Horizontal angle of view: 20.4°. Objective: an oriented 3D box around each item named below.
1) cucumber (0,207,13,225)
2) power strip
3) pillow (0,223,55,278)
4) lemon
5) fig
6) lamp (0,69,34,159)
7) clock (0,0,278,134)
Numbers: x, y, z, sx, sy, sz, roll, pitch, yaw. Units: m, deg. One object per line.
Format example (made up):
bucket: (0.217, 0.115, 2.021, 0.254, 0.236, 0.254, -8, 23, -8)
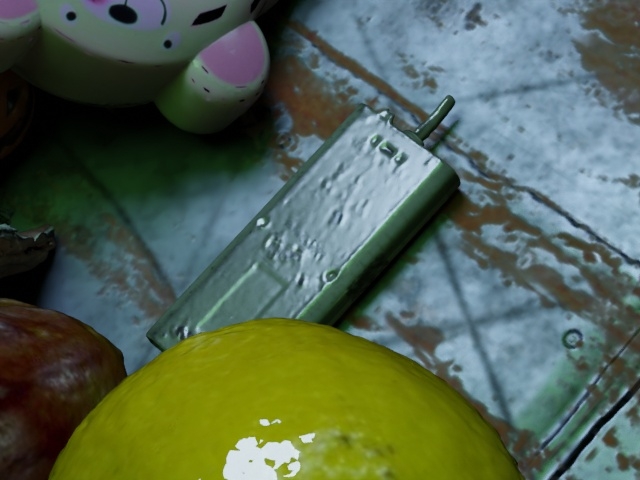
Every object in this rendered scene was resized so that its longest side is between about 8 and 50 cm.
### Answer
cucumber: (-0.294, -0.004, 1.248, 0.163, 0.043, 0.039, -15, 47, 25)
power strip: (0.000, 0.000, 1.177, 0.092, 0.034, 0.268, 37, 80, 29)
pillow: (-0.253, 0.016, 1.150, 0.126, 0.232, 0.043, -15, 89, 5)
lemon: (-0.015, 0.187, 0.948, 0.297, 0.297, 0.297, -7, 62, 14)
fig: (-0.236, 0.137, 1.081, 0.263, 0.224, 0.224, -27, 59, -5)
lamp: (-0.298, -0.122, 1.258, 0.188, 0.164, 0.187, -8, 63, 16)
clock: (-0.142, -0.240, 1.230, 0.114, 0.284, 0.309, -34, 48, 53)
